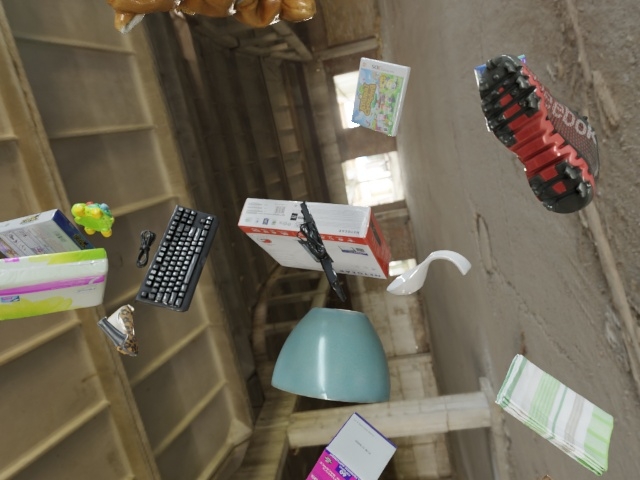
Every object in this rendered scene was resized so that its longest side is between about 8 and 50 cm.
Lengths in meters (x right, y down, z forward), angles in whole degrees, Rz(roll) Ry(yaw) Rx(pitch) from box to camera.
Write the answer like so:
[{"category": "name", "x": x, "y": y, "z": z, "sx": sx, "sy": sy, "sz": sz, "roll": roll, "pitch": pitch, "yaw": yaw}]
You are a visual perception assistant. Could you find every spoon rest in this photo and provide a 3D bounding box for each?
[{"category": "spoon rest", "x": 0.309, "y": 0.095, "z": 1.335, "sx": 0.137, "sy": 0.276, "sz": 0.084, "roll": -35, "pitch": -84, "yaw": -46}]

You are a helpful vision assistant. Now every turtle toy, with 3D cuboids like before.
[{"category": "turtle toy", "x": -0.618, "y": -0.068, "z": 1.208, "sx": 0.095, "sy": 0.130, "sz": 0.066, "roll": 90, "pitch": -168, "yaw": -47}]

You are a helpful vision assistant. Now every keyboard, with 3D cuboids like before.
[{"category": "keyboard", "x": -0.232, "y": 0.020, "z": 0.689, "sx": 0.023, "sy": 0.108, "sz": 0.180, "roll": 108, "pitch": 174, "yaw": -53}, {"category": "keyboard", "x": -0.011, "y": 0.011, "z": 0.746, "sx": 0.100, "sy": 0.038, "sz": 0.192, "roll": 67, "pitch": 180, "yaw": -49}]

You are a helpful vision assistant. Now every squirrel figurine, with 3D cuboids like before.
[{"category": "squirrel figurine", "x": -0.277, "y": -0.544, "z": 0.907, "sx": 0.397, "sy": 0.370, "sz": 0.281, "roll": 27, "pitch": 140, "yaw": 50}]

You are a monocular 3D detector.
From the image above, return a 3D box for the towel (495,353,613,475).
[{"category": "towel", "x": 0.337, "y": 0.238, "z": 0.633, "sx": 0.113, "sy": 0.152, "sz": 0.023, "roll": -36, "pitch": -28, "yaw": -44}]

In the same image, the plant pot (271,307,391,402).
[{"category": "plant pot", "x": 0.036, "y": 0.271, "z": 1.100, "sx": 0.290, "sy": 0.290, "sz": 0.195, "roll": 49, "pitch": -133, "yaw": -73}]

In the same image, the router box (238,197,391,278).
[{"category": "router box", "x": 0.000, "y": 0.000, "z": 1.193, "sx": 0.301, "sy": 0.335, "sz": 0.082, "roll": 51, "pitch": -132, "yaw": -60}]

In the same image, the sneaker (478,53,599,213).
[{"category": "sneaker", "x": 0.361, "y": -0.183, "z": 0.723, "sx": 0.276, "sy": 0.135, "sz": 0.097, "roll": 56, "pitch": 147, "yaw": -2}]

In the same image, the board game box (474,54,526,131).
[{"category": "board game box", "x": 0.408, "y": -0.317, "z": 0.988, "sx": 0.210, "sy": 0.047, "sz": 0.160, "roll": -80, "pitch": -28, "yaw": -72}]

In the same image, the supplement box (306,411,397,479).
[{"category": "supplement box", "x": 0.053, "y": 0.485, "z": 0.936, "sx": 0.114, "sy": 0.111, "sz": 0.220, "roll": -34, "pitch": -28, "yaw": -45}]

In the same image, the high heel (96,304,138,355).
[{"category": "high heel", "x": -0.755, "y": 0.357, "z": 1.759, "sx": 0.186, "sy": 0.093, "sz": 0.261, "roll": 48, "pitch": -176, "yaw": -4}]

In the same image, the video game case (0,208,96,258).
[{"category": "video game case", "x": -0.891, "y": 0.032, "z": 1.465, "sx": 0.061, "sy": 0.244, "sz": 0.269, "roll": -94, "pitch": -12, "yaw": -45}]

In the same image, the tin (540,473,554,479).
[{"category": "tin", "x": 0.499, "y": 0.540, "z": 0.851, "sx": 0.189, "sy": 0.040, "sz": 0.106, "roll": 47, "pitch": -179, "yaw": 19}]

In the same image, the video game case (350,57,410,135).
[{"category": "video game case", "x": 0.189, "y": -0.469, "z": 1.450, "sx": 0.023, "sy": 0.193, "sz": 0.212, "roll": -16, "pitch": -55, "yaw": -41}]

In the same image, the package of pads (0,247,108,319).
[{"category": "package of pads", "x": -0.800, "y": 0.132, "z": 1.321, "sx": 0.229, "sy": 0.296, "sz": 0.101, "roll": -51, "pitch": 54, "yaw": 47}]
